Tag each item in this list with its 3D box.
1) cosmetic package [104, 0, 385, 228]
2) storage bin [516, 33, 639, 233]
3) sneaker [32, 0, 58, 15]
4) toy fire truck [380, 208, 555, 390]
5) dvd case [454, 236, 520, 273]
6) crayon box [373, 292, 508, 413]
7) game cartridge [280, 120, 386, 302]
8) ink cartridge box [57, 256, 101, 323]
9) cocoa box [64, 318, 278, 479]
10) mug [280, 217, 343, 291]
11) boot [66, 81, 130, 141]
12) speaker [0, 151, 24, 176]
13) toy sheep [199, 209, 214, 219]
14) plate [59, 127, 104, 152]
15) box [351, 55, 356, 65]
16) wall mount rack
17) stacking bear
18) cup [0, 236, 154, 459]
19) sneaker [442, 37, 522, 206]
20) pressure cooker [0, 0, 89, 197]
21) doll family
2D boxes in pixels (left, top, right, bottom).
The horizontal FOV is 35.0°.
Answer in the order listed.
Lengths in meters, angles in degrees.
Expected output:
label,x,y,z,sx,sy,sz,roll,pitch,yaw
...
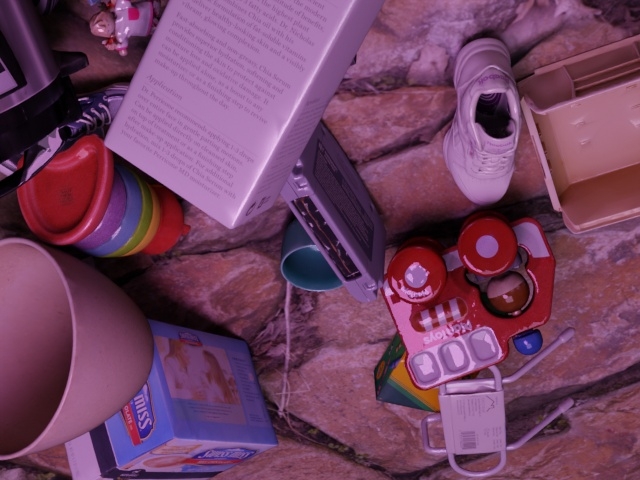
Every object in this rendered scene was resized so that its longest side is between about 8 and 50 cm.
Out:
label,x,y,z,sx,sy,sz,roll,pitch,yaw
cosmetic package,-0.083,-0.271,1.372,0.230,0.161,0.453,34,112,8
storage bin,0.473,-0.170,1.617,0.260,0.123,0.262,-18,129,13
sneaker,-0.401,-0.422,1.408,0.098,0.083,0.224,20,126,-5
toy fire truck,0.259,0.095,1.732,0.302,0.169,0.254,-22,93,10
dvd case,0.304,0.023,1.853,0.119,0.013,0.087,-5,131,5
crayon box,0.230,0.212,1.969,0.165,0.081,0.278,14,129,-14
game cartridge,0.020,-0.064,1.647,0.062,0.198,0.297,-22,124,18
ink cartridge box,-0.480,0.135,1.806,0.208,0.153,0.087,-22,128,-4
cocoa box,-0.278,0.306,1.855,0.228,0.232,0.347,-28,156,20
mug,0.005,0.006,1.764,0.129,0.097,0.157,27,134,-26
boot,-0.353,-0.189,1.574,0.189,0.086,0.069,-9,130,3
speaker,-0.491,-0.126,1.645,0.136,0.055,0.055,36,121,-27
toy sheep,-0.149,-0.070,1.714,0.132,0.091,0.091,3,134,20
plate,-0.445,-0.178,1.652,0.188,0.024,0.188,-1,131,-1
box,-0.086,-0.308,1.527,0.231,0.056,0.183,-20,127,15
wall mount rack,0.334,0.294,1.916,0.304,0.130,0.350,-6,132,7
stacking bear,-0.327,-0.049,1.645,0.175,0.164,0.289,-10,166,24
cup,-0.406,0.173,1.604,0.331,0.331,0.237,-36,153,26
sneaker,0.256,-0.158,1.604,0.114,0.152,0.305,-8,132,2
pressure cooker,-0.534,-0.231,1.336,0.369,0.375,0.421,-6,116,22
doll family,-0.282,-0.392,1.389,0.163,0.118,0.263,-18,135,-35
